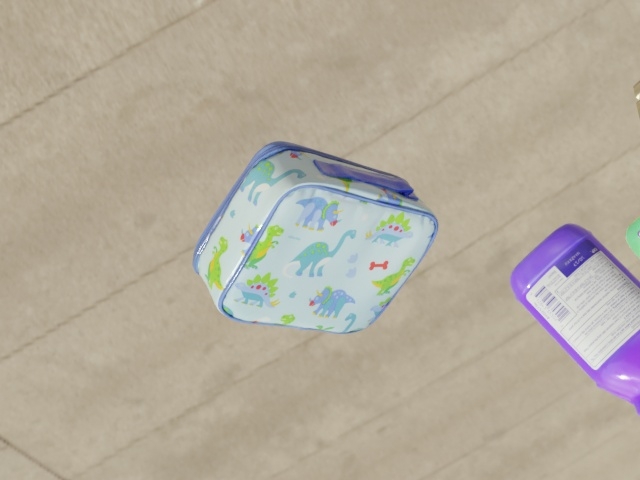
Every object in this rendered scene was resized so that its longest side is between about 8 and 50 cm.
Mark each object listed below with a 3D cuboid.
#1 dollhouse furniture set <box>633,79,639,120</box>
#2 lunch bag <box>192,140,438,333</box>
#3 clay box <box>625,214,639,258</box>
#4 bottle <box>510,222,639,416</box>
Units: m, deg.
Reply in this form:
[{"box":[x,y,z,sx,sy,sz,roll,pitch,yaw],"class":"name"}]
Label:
[{"box":[0.394,-0.127,0.965,0.151,0.144,0.123,40,119,-10],"class":"dollhouse furniture set"},{"box":[0.000,0.000,1.014,0.218,0.090,0.176,11,122,-40],"class":"lunch bag"},{"box":[0.332,-0.032,0.703,0.222,0.127,0.053,-45,161,25],"class":"clay box"},{"box":[0.342,0.111,1.154,0.118,0.283,0.092,-44,157,7],"class":"bottle"}]
